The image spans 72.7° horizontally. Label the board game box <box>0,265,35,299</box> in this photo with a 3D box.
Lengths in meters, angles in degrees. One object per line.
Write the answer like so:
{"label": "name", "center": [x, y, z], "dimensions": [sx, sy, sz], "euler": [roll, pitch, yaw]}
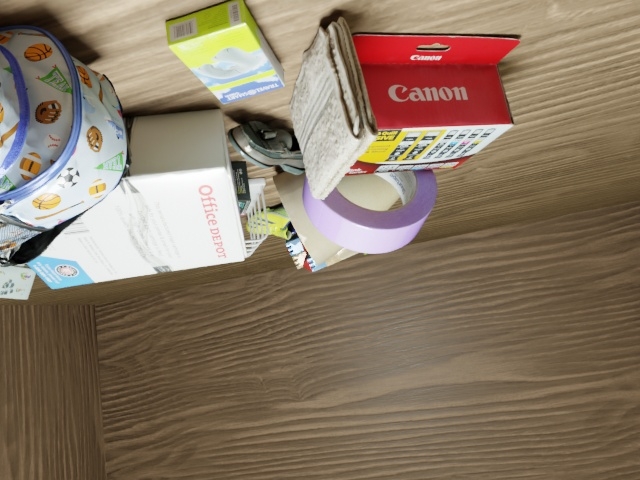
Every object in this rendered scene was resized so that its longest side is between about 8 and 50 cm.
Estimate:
{"label": "board game box", "center": [-0.967, 0.079, 1.140], "dimensions": [0.223, 0.098, 0.303], "euler": [10, 171, 13]}

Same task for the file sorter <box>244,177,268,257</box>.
{"label": "file sorter", "center": [-0.268, -0.048, 1.254], "dimensions": [0.192, 0.173, 0.277], "euler": [-5, 170, -19]}

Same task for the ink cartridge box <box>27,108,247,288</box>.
{"label": "ink cartridge box", "center": [-0.355, -0.070, 0.822], "dimensions": [0.394, 0.166, 0.286], "euler": [-8, 146, -8]}

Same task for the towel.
{"label": "towel", "center": [0.006, -0.189, 0.693], "dimensions": [0.049, 0.187, 0.282], "euler": [-11, 170, -16]}

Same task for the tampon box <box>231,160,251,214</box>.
{"label": "tampon box", "center": [-0.261, -0.120, 1.058], "dimensions": [0.160, 0.102, 0.120], "euler": [-6, 169, -18]}

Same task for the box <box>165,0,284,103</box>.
{"label": "box", "center": [-0.123, -0.255, 0.619], "dimensions": [0.108, 0.043, 0.178], "euler": [-11, 169, 12]}

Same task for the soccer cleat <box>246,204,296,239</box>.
{"label": "soccer cleat", "center": [-0.148, -0.054, 1.470], "dimensions": [0.289, 0.121, 0.093], "euler": [-17, 168, 36]}

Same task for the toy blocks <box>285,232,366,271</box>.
{"label": "toy blocks", "center": [0.000, 0.000, 1.495], "dimensions": [0.260, 0.191, 0.381], "euler": [-23, -164, 0]}

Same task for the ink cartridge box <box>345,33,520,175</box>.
{"label": "ink cartridge box", "center": [0.164, -0.228, 0.783], "dimensions": [0.309, 0.130, 0.272], "euler": [-6, 168, -14]}

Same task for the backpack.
{"label": "backpack", "center": [-0.387, -0.131, 0.531], "dimensions": [0.263, 0.277, 0.213], "euler": [-22, 171, -1]}

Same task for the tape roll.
{"label": "tape roll", "center": [0.102, -0.111, 0.925], "dimensions": [0.274, 0.275, 0.090], "euler": [-6, 149, -16]}

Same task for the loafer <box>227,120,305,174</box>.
{"label": "loafer", "center": [-0.083, -0.200, 0.884], "dimensions": [0.084, 0.096, 0.267], "euler": [-35, 168, 20]}

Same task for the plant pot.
{"label": "plant pot", "center": [0.058, -0.109, 1.110], "dimensions": [0.273, 0.257, 0.256], "euler": [-26, 169, 2]}
